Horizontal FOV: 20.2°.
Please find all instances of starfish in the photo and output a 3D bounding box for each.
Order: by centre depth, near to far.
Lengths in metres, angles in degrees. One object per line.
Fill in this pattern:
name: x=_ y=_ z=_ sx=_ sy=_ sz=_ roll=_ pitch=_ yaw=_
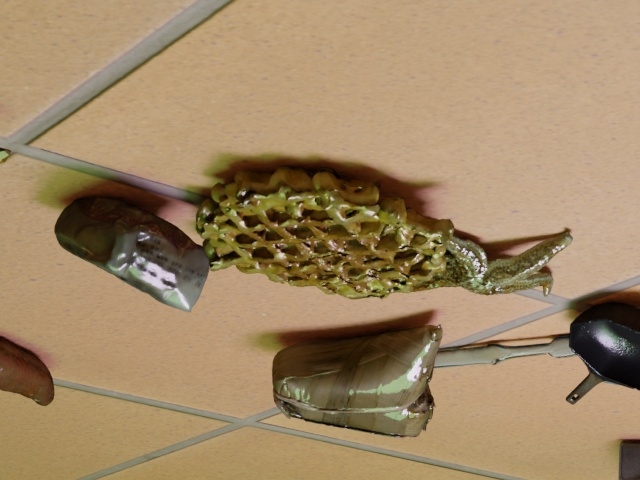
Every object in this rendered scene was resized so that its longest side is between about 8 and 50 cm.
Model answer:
starfish: x=0.156 y=0.026 z=1.811 sx=0.223 sy=0.050 sz=0.217 roll=-20 pitch=142 yaw=35

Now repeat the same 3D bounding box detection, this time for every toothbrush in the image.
toothbrush: x=0.178 y=0.136 z=2.107 sx=0.294 sy=0.026 sz=0.028 roll=-7 pitch=172 yaw=23

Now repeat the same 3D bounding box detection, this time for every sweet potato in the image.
sweet potato: x=-0.395 y=0.144 z=2.159 sx=0.078 sy=0.058 sz=0.255 roll=11 pitch=166 yaw=43

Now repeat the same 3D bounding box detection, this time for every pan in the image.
pan: x=0.315 y=0.116 z=1.982 sx=0.128 sy=0.048 sz=0.202 roll=44 pitch=149 yaw=-21

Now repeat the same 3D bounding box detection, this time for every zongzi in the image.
zongzi: x=0.043 y=0.141 z=2.060 sx=0.194 sy=0.099 sz=0.197 roll=8 pitch=142 yaw=-1

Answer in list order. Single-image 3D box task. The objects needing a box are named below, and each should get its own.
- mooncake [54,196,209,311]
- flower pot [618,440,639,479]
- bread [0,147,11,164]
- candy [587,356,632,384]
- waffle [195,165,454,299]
mooncake: x=-0.181 y=0.005 z=1.720 sx=0.125 sy=0.073 sz=0.130 roll=31 pitch=173 yaw=-41
flower pot: x=0.492 y=0.349 z=2.520 sx=0.108 sy=0.103 sz=0.229 roll=-6 pitch=156 yaw=20
bread: x=-0.469 y=0.017 z=1.557 sx=0.248 sy=0.279 sz=0.315 roll=30 pitch=159 yaw=-37
candy: x=0.357 y=0.137 z=2.066 sx=0.103 sy=0.043 sz=0.103 roll=1 pitch=161 yaw=0
waffle: x=0.000 y=-0.002 z=1.722 sx=0.245 sy=0.052 sz=0.254 roll=11 pitch=158 yaw=-8
